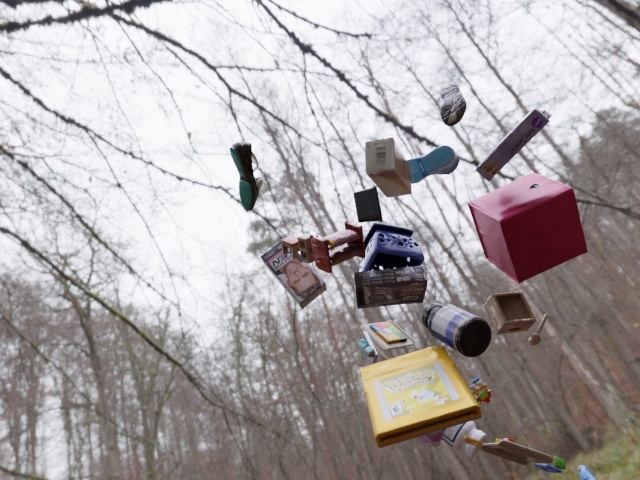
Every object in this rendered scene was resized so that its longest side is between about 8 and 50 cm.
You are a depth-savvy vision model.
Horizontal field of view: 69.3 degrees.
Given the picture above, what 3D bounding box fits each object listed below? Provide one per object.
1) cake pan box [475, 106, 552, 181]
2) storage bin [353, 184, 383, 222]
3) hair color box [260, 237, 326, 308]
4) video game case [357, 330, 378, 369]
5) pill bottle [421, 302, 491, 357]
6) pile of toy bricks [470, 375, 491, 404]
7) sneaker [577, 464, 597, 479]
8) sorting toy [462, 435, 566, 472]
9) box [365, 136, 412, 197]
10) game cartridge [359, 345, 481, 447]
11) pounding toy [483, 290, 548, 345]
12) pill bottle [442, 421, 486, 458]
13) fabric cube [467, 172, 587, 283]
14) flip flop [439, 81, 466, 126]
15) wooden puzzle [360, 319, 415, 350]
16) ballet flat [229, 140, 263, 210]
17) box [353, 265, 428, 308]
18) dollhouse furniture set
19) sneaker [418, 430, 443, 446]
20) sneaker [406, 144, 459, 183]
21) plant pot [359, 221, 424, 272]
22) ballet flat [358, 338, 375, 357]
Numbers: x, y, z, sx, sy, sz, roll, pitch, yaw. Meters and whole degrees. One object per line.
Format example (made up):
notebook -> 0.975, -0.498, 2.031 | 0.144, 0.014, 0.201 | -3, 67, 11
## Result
cake pan box -> 0.647, -0.331, 1.550 | 0.267, 0.070, 0.245 | -50, -6, 27
storage bin -> 0.173, -0.127, 1.701 | 0.091, 0.135, 0.098 | -9, -12, 6
hair color box -> -0.141, 0.170, 2.427 | 0.173, 0.347, 0.105 | -38, -24, -14
video game case -> 0.231, 0.592, 2.295 | 0.023, 0.193, 0.213 | 1, -66, -13
pill bottle -> 0.414, 0.268, 1.442 | 0.122, 0.123, 0.219 | -15, 13, -17
pile of toy bricks -> 0.571, 0.622, 1.792 | 0.212, 0.105, 0.118 | -40, -9, 19
sneaker -> 0.932, 0.842, 1.543 | 0.082, 0.209, 0.069 | -37, -71, 23
sorting toy -> 0.676, 0.727, 1.616 | 0.347, 0.047, 0.196 | 17, -29, 5
box -> 0.291, -0.299, 1.955 | 0.121, 0.148, 0.311 | -6, -14, 22
game cartridge -> 0.269, 0.431, 1.340 | 0.285, 0.324, 0.053 | -18, -71, 2
pounding toy -> 0.732, 0.300, 1.700 | 0.180, 0.206, 0.094 | -4, -38, -10
pill bottle -> 0.607, 0.852, 2.110 | 0.153, 0.264, 0.153 | -26, -49, -34
fabric cube -> 0.715, -0.051, 1.623 | 0.258, 0.254, 0.259 | -25, -69, 2
flip flop -> 0.564, -0.573, 1.969 | 0.112, 0.277, 0.080 | -20, -50, 24
wooden puzzle -> 0.370, 0.512, 2.541 | 0.238, 0.221, 0.044 | -3, -61, -38
ballet flat -> -0.268, -0.245, 1.765 | 0.096, 0.095, 0.281 | -30, -48, -31
box -> 0.304, 0.207, 2.028 | 0.307, 0.077, 0.242 | -6, -30, 3
dollhouse furniture set -> 0.000, 0.000, 2.034 | 0.201, 0.374, 0.152 | -23, -65, -31
sneaker -> 0.307, 0.569, 1.564 | 0.102, 0.282, 0.161 | -24, -49, -12
sneaker -> 0.526, -0.345, 2.243 | 0.318, 0.127, 0.208 | -18, -10, 32
plant pot -> 0.306, 0.057, 2.101 | 0.235, 0.212, 0.236 | 9, -43, -14
ballet flat -> 0.179, 0.417, 1.775 | 0.041, 0.114, 0.041 | -4, -76, -17
